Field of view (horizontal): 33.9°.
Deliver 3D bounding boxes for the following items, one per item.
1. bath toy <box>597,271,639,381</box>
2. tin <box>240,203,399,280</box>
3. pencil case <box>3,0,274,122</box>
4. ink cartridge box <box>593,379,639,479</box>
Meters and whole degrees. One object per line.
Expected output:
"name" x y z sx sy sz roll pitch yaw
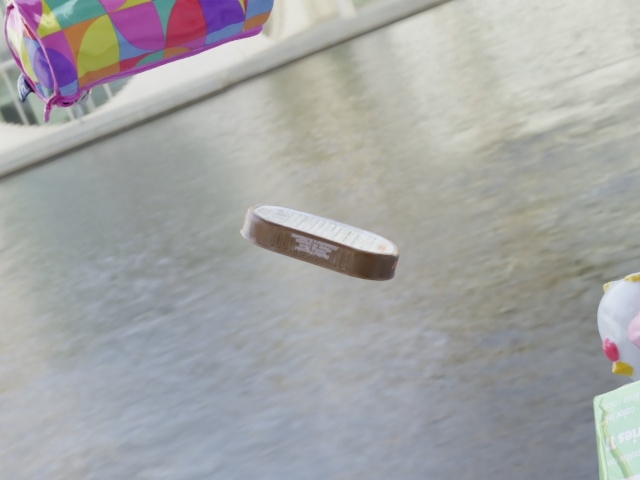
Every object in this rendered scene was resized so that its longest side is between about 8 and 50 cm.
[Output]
"bath toy" 0.326 0.065 0.869 0.151 0.129 0.348 -6 -13 -9
"tin" 0.000 0.000 1.227 0.190 0.040 0.106 17 19 7
"pencil case" -0.152 -0.187 0.892 0.236 0.104 0.104 -29 14 -27
"ink cartridge box" 0.300 0.276 0.685 0.119 0.207 0.353 -33 44 47
